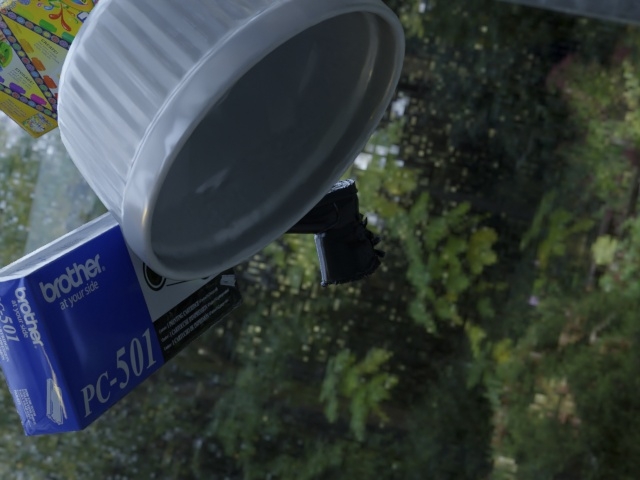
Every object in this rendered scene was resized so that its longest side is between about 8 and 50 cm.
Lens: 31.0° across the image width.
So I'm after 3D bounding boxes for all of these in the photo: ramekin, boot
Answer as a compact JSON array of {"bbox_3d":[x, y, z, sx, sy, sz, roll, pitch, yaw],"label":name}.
[{"bbox_3d":[-0.058,-0.087,0.692,0.207,0.109,0.207,-39,-21,-18],"label":"ramekin"},{"bbox_3d":[0.000,0.000,1.177,0.045,0.121,0.099,-143,35,-71],"label":"boot"}]

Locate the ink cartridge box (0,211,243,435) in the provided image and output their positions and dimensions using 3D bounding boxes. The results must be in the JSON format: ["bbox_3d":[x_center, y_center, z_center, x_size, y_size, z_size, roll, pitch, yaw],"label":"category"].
[{"bbox_3d":[-0.125,0.035,0.737,0.207,0.046,0.097,-39,-64,-60],"label":"ink cartridge box"}]

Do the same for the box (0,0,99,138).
[{"bbox_3d":[-0.291,-0.326,1.469,0.177,0.279,0.290,43,-134,-29],"label":"box"}]
